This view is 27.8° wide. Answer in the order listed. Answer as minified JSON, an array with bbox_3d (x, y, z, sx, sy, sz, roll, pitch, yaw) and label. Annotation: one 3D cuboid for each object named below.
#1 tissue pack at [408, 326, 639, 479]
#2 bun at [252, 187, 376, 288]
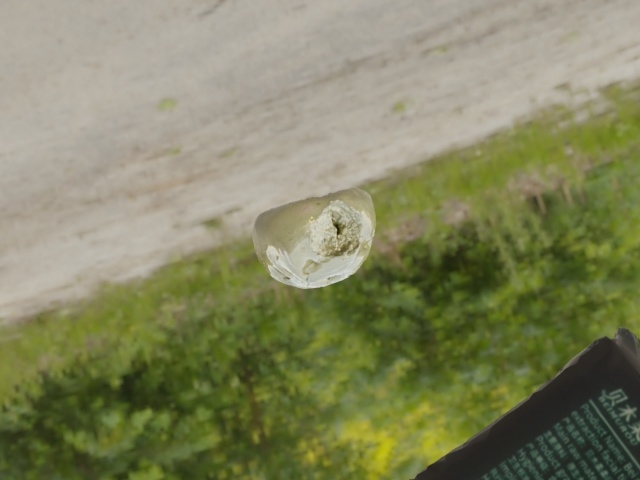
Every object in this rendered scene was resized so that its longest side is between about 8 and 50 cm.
[{"bbox_3d":[0.218,0.292,0.785,0.264,0.416,0.253,-39,158,7],"label":"tissue pack"},{"bbox_3d":[0.000,0.000,1.827,0.179,0.127,0.193,-13,177,-16],"label":"bun"}]
